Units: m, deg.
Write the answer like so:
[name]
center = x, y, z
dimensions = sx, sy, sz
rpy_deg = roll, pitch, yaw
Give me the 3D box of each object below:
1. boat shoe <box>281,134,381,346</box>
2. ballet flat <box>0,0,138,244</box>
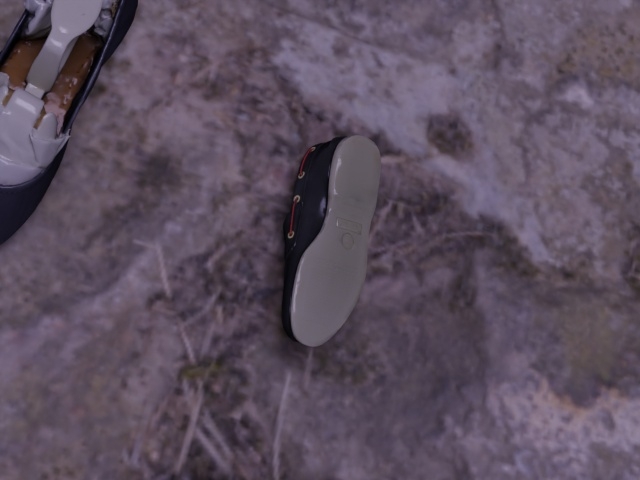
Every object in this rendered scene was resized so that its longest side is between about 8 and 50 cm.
[boat shoe]
center = 0.001, 0.001, 0.886
dimensions = 0.049, 0.042, 0.133
rpy_deg = 25, 70, -37
[ballet flat]
center = -0.164, -0.089, 0.839
dimensions = 0.074, 0.074, 0.203
rpy_deg = 29, 71, -9
